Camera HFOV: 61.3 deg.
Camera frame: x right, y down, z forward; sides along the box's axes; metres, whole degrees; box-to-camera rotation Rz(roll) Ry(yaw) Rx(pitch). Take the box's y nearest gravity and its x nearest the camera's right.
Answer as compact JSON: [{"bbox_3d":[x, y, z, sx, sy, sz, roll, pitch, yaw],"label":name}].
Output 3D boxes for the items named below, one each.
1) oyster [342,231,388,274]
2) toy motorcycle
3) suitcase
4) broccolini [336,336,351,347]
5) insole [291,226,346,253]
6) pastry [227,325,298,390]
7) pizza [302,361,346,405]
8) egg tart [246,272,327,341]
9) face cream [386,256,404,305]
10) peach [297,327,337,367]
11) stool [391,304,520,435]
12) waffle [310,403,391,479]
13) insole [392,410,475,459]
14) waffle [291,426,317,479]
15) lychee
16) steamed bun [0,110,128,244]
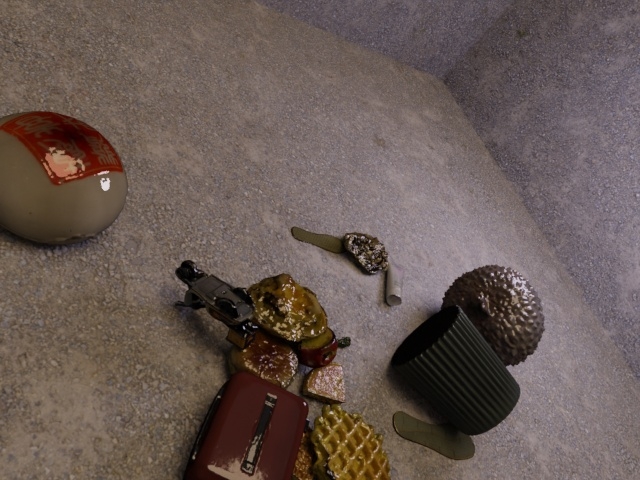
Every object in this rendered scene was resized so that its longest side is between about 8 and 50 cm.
[{"bbox_3d":[0.184,0.027,2.081,0.214,0.083,0.223,38,30,-14],"label":"oyster"},{"bbox_3d":[-0.279,0.158,1.408,0.263,0.157,0.091,32,41,17],"label":"toy motorcycle"},{"bbox_3d":[-0.167,0.472,1.244,0.236,0.161,0.297,27,41,-7],"label":"suitcase"},{"bbox_3d":[0.043,0.334,1.703,0.140,0.030,0.035,-12,99,-42],"label":"broccolini"},{"bbox_3d":[0.000,0.000,1.997,0.253,0.005,0.086,16,45,-32],"label":"insole"},{"bbox_3d":[-0.155,0.330,1.461,0.192,0.093,0.182,36,38,3],"label":"pastry"},{"bbox_3d":[0.016,0.425,1.565,0.175,0.046,0.134,-10,61,-47],"label":"pizza"},{"bbox_3d":[-0.100,0.178,1.564,0.297,0.132,0.297,20,21,-8],"label":"egg tart"},{"bbox_3d":[0.286,0.156,2.070,0.092,0.058,0.243,37,32,-16],"label":"face cream"},{"bbox_3d":[-0.022,0.309,1.589,0.127,0.092,0.172,-16,26,-21],"label":"peach"},{"bbox_3d":[0.450,0.429,1.766,0.330,0.297,0.297,48,37,0],"label":"stool"},{"bbox_3d":[0.085,0.590,1.418,0.312,0.060,0.307,37,36,-26],"label":"waffle"},{"bbox_3d":[0.369,0.624,1.725,0.348,0.009,0.119,26,41,-22],"label":"insole"},{"bbox_3d":[-0.048,0.550,1.389,0.102,0.042,0.148,40,37,-7],"label":"waffle"},{"bbox_3d":[0.647,0.290,2.022,0.432,0.380,0.380,39,27,-52],"label":"lychee"},{"bbox_3d":[-0.674,-0.182,1.371,0.375,0.241,0.374,23,39,-21],"label":"steamed bun"}]
